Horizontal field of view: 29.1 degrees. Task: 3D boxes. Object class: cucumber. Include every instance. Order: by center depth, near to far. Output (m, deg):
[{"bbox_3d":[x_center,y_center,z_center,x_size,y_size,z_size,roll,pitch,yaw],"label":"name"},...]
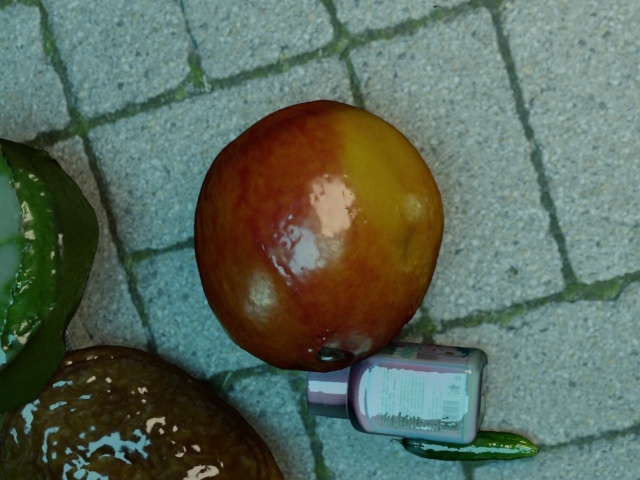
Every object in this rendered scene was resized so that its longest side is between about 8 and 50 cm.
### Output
[{"bbox_3d":[0.163,0.232,1.396,0.168,0.039,0.039,0,100,11],"label":"cucumber"}]

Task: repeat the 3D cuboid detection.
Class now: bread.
[{"bbox_3d":[-0.433,0.020,1.403,0.366,0.129,0.382,-40,68,19],"label":"bread"}]

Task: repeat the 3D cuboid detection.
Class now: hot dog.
[{"bbox_3d":[-0.204,0.292,1.430,0.387,0.174,0.267,38,105,17],"label":"hot dog"}]

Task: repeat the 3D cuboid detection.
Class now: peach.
[{"bbox_3d":[0.000,0.000,1.284,0.281,0.238,0.280,-1,80,5],"label":"peach"}]

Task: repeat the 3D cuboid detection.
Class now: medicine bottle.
[{"bbox_3d":[0.084,0.162,1.359,0.188,0.119,0.094,4,96,12],"label":"medicine bottle"}]

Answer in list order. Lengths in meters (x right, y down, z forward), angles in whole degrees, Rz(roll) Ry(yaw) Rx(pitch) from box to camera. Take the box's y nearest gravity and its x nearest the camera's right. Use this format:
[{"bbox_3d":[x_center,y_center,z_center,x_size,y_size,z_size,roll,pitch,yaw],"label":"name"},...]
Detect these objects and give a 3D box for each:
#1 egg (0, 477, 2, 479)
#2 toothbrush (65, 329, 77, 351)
[{"bbox_3d":[-0.479,0.376,1.499,0.264,0.183,0.183,-43,88,10],"label":"egg"},{"bbox_3d":[-0.365,-0.005,1.482,0.024,0.029,0.354,-22,94,3],"label":"toothbrush"}]
